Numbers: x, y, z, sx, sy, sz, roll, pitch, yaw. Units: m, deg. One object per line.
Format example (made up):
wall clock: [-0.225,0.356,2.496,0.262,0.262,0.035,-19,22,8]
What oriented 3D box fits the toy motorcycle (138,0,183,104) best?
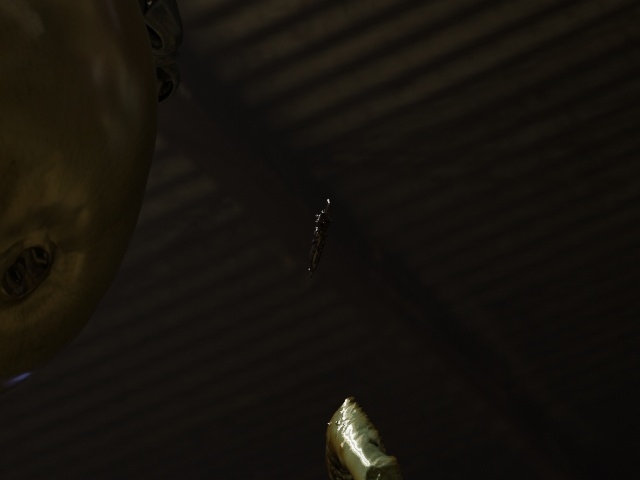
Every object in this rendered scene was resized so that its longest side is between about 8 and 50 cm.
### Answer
toy motorcycle: [-0.159,-0.154,1.164,0.193,0.061,0.124,25,-44,-28]

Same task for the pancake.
pancake: [0.049,0.262,1.756,0.054,0.197,0.376,-24,-19,-7]

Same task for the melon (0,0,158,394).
melon: [-0.214,-0.069,0.693,0.268,0.330,0.269,-35,-37,-32]

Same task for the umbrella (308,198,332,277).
umbrella: [0.000,-0.003,1.488,0.013,0.022,0.122,2,-28,-9]
